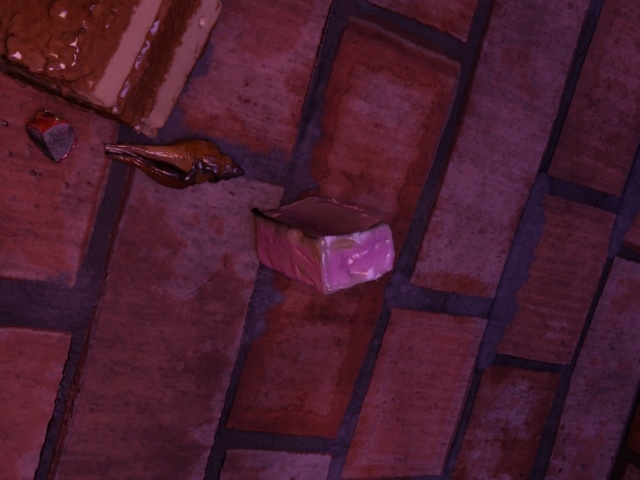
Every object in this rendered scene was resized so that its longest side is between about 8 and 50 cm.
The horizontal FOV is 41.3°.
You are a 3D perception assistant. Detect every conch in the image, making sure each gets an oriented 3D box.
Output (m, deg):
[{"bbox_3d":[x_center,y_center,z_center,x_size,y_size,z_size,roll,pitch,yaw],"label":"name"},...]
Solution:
[{"bbox_3d":[-0.248,-0.130,1.464,0.233,0.086,0.080,-10,152,-17],"label":"conch"}]

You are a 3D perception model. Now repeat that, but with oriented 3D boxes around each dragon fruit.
[{"bbox_3d":[-0.428,-0.171,1.345,0.056,0.060,0.083,-48,151,-20],"label":"dragon fruit"}]

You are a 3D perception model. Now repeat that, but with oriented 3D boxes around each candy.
[{"bbox_3d":[0.000,0.000,1.548,0.156,0.265,0.115,-15,109,-29],"label":"candy"}]

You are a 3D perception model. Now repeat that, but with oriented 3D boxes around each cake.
[{"bbox_3d":[-0.327,-0.328,1.200,0.282,0.256,0.290,-64,161,-2],"label":"cake"}]
